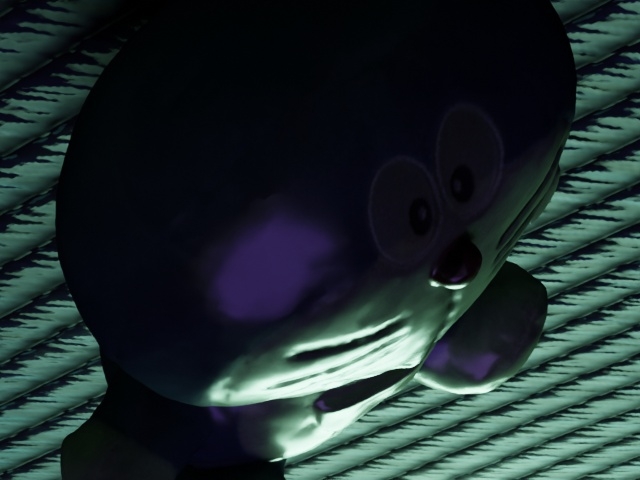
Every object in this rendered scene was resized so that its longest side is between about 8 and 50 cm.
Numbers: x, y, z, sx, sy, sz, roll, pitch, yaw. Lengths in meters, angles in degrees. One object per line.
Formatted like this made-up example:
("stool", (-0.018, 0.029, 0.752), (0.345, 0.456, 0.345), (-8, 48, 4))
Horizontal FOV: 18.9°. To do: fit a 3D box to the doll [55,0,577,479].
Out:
("doll", (0.000, 0.000, 0.663), (0.228, 0.154, 0.258), (-34, 168, -22))
